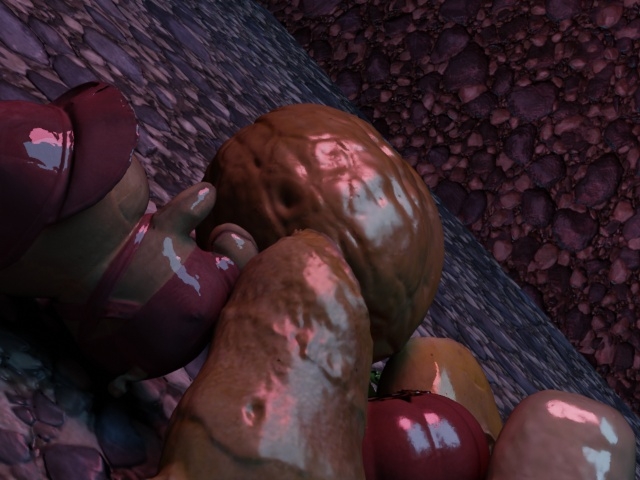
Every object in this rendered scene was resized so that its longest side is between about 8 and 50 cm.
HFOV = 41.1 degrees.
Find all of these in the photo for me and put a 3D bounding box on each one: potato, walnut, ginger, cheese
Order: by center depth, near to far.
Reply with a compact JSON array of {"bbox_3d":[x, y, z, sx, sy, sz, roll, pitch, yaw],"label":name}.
[{"bbox_3d":[-0.032,0.143,0.590,0.190,0.126,0.354,26,50,-23],"label":"ginger"},{"bbox_3d":[0.183,0.348,0.703,0.328,0.129,0.351,71,34,-45],"label":"cheese"},{"bbox_3d":[0.131,0.214,0.918,0.150,0.146,0.234,10,49,-17],"label":"potato"},{"bbox_3d":[-0.002,0.001,0.944,0.252,0.277,0.313,-11,54,-33],"label":"walnut"}]

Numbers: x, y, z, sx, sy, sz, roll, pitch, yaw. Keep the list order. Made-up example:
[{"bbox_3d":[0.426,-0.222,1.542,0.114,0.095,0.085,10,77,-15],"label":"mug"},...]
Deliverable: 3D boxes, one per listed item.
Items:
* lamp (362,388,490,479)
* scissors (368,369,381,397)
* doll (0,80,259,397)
[{"bbox_3d":[0.059,0.204,0.748,0.182,0.182,0.140,12,70,-62],"label":"lamp"},{"bbox_3d":[0.114,0.242,1.028,0.101,0.027,0.204,27,24,-37],"label":"scissors"},{"bbox_3d":[-0.183,-0.008,0.664,0.256,0.196,0.152,43,-4,-28],"label":"doll"}]
